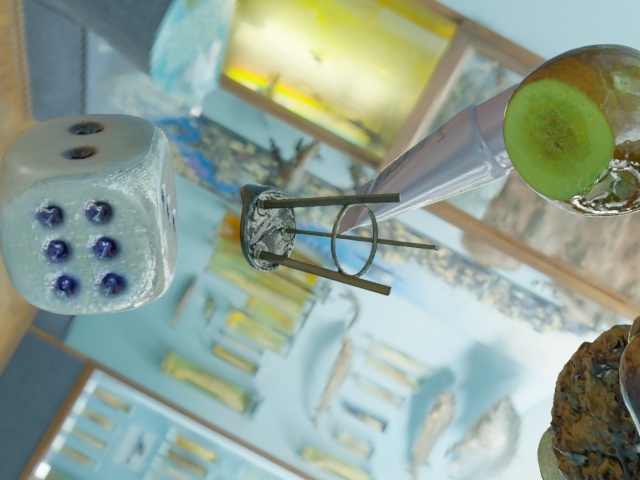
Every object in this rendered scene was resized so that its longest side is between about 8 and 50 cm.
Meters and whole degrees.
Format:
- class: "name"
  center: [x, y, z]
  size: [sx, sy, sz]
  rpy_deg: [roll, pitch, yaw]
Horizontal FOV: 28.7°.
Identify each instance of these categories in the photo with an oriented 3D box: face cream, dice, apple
- class: "face cream"
  center: [0.147, -0.093, 1.539]
  size: [0.274, 0.096, 0.154]
  rpy_deg: [-27, -161, 24]
- class: "dice"
  center: [-0.274, -0.034, 1.501]
  size: [0.192, 0.194, 0.193]
  rpy_deg: [-89, 178, -63]
- class: "apple"
  center: [0.258, -0.099, 1.145]
  size: [0.146, 0.163, 0.147]
  rpy_deg: [114, -33, -49]

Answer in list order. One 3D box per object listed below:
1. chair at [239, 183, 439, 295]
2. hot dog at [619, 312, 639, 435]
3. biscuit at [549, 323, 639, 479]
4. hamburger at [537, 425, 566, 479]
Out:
- class: "chair"
  center: [0.001, -0.001, 1.302]
  size: [0.095, 0.221, 0.104]
  rpy_deg: [-61, 139, -23]
- class: "hot dog"
  center: [0.307, 0.161, 0.906]
  size: [0.107, 0.326, 0.194]
  rpy_deg: [-27, 165, -5]
- class: "biscuit"
  center: [0.432, 0.272, 1.768]
  size: [0.081, 0.289, 0.334]
  rpy_deg: [-9, 148, -30]
- class: "hamburger"
  center: [0.447, 0.403, 2.309]
  size: [0.133, 0.062, 0.140]
  rpy_deg: [122, -39, -52]
